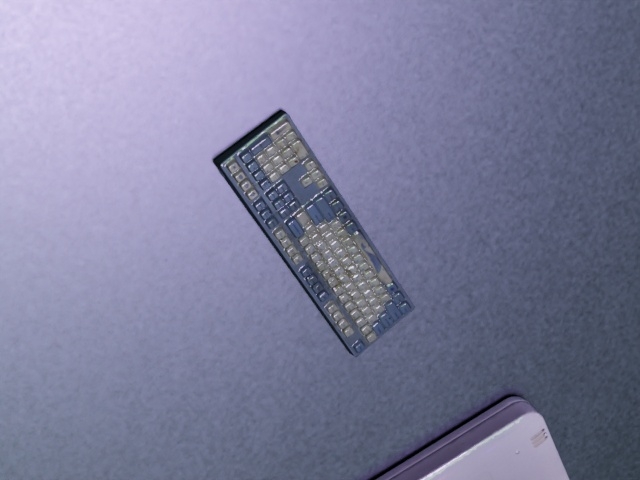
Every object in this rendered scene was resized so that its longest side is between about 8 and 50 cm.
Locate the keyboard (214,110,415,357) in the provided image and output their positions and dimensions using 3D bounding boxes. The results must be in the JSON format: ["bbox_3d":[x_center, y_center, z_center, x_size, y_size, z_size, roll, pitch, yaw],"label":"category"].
[{"bbox_3d":[0.000,-0.001,0.906,0.055,0.014,0.176,-38,121,-7],"label":"keyboard"}]

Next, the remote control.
[{"bbox_3d":[0.062,0.212,1.008,0.250,0.034,0.103,-31,120,-7],"label":"remote control"}]
